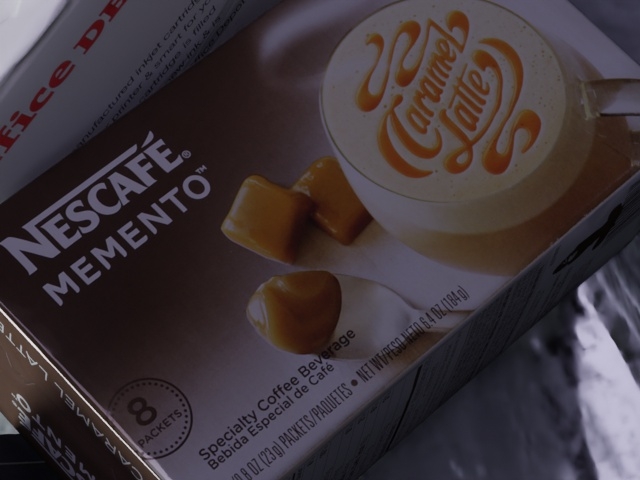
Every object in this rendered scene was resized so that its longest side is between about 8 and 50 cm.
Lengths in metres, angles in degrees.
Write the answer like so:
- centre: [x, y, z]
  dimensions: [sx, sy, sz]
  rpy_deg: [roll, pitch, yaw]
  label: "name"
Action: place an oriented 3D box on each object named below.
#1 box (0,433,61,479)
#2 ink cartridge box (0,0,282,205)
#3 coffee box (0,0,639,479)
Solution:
- centre: [-0.129, 0.296, 0.711]
  dimensions: [0.312, 0.179, 0.343]
  rpy_deg: [45, 95, 11]
  label: "box"
- centre: [-0.093, -0.082, 0.752]
  dimensions: [0.100, 0.237, 0.172]
  rpy_deg: [40, 95, 15]
  label: "ink cartridge box"
- centre: [0.000, 0.000, 0.735]
  dimensions: [0.246, 0.098, 0.141]
  rpy_deg: [-38, 73, -24]
  label: "coffee box"
